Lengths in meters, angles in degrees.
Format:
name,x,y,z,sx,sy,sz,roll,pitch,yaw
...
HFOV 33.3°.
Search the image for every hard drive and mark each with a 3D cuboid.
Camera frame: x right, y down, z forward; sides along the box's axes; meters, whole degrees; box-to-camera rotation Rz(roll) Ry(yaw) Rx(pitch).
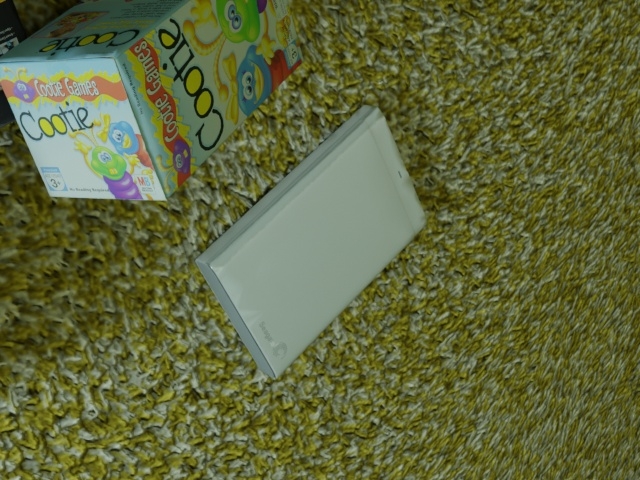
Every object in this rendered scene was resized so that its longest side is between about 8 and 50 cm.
name,x,y,z,sx,sy,sz,roll,pitch,yaw
hard drive,0.000,0.000,1.358,0.307,0.040,0.203,-45,129,-23

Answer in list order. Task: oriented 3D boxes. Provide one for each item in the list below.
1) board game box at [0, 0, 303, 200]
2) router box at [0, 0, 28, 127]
name,x,y,z,sx,sy,sz,roll,pitch,yaw
board game box,-0.152,-0.170,1.027,0.275,0.144,0.142,-52,136,-45
router box,-0.410,-0.166,0.895,0.309,0.081,0.243,-34,125,-30
